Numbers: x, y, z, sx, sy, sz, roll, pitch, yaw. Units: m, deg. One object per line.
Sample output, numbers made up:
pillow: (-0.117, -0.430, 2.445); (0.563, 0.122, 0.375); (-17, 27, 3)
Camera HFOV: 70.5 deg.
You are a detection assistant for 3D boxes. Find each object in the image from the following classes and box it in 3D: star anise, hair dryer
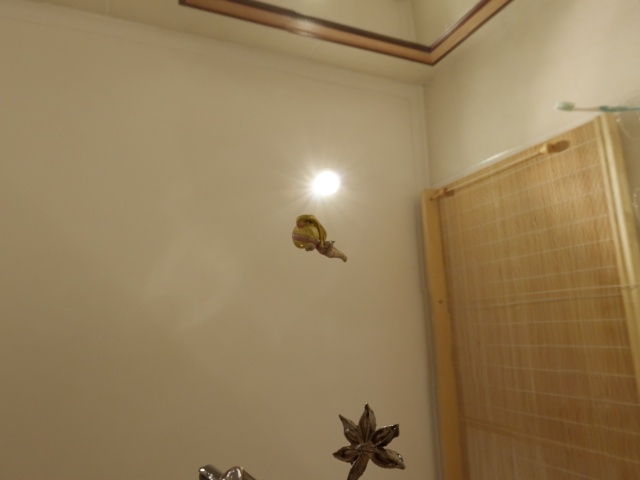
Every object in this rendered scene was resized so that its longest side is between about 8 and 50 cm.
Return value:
star anise: (0.115, 0.495, 1.109); (0.063, 0.208, 0.172); (23, -140, -47)
hair dryer: (-0.229, 0.646, 1.168); (0.189, 0.352, 0.107); (49, -120, -19)

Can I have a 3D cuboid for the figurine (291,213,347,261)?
figurine: (0.000, 0.000, 1.064); (0.187, 0.083, 0.083); (30, -114, -41)
